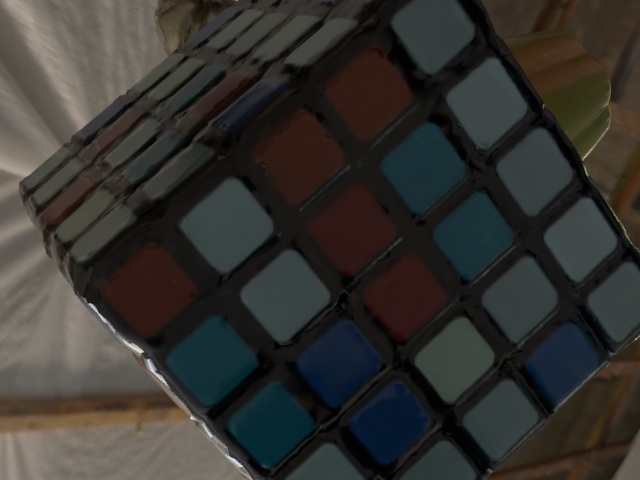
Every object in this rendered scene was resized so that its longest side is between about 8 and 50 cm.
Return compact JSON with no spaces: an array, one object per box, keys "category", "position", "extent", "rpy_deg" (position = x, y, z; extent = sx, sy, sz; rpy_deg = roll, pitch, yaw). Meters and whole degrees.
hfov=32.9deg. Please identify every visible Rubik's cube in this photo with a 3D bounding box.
[{"category":"Rubik's cube","position":[0.000,0.000,0.482],"extent":[0.182,0.184,0.187],"rpy_deg":[-41,-68,-7]}]

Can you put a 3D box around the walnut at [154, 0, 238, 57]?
[{"category":"walnut","position":[-0.027,-0.185,0.891],"extent":[0.224,0.224,0.224],"rpy_deg":[-34,-38,-32]}]

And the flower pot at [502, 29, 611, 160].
[{"category":"flower pot","position":[0.201,-0.129,1.151],"extent":[0.179,0.195,0.195],"rpy_deg":[-30,-40,-26]}]
